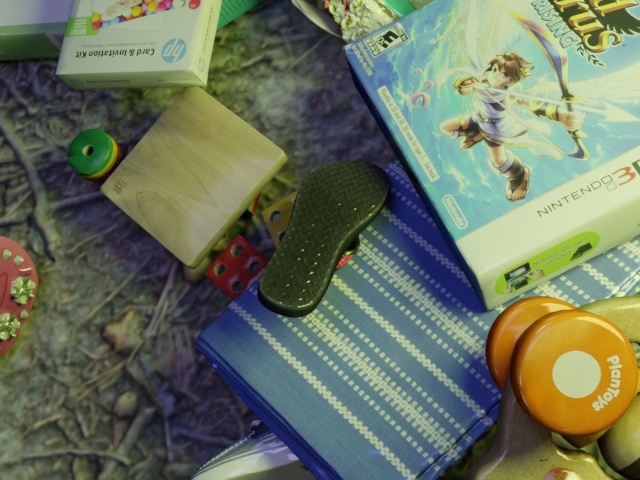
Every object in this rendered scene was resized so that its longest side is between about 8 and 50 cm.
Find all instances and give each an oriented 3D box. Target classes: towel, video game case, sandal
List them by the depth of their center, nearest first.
[{"bbox_3d":[0.091,0.048,1.154,0.336,0.040,0.243,-41,56,-13],"label":"towel"},{"bbox_3d":[0.000,0.000,1.157,0.067,0.040,0.179,21,51,15],"label":"sandal"},{"bbox_3d":[0.180,-0.110,1.166,0.244,0.061,0.269,-27,56,-1],"label":"video game case"}]

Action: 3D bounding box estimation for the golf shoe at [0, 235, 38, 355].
[{"bbox_3d":[-0.386,0.122,1.329,0.140,0.115,0.306,20,71,40],"label":"golf shoe"}]

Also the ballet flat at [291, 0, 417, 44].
[{"bbox_3d":[-0.012,-0.252,1.288,0.241,0.091,0.077,50,120,4],"label":"ballet flat"}]

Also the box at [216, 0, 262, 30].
[{"bbox_3d":[-0.067,-0.288,1.380,0.244,0.060,0.100,-31,61,9],"label":"box"}]

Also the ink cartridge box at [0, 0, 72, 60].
[{"bbox_3d":[-0.260,-0.301,1.473,0.171,0.056,0.235,0,66,23],"label":"ink cartridge box"}]

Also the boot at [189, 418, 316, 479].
[{"bbox_3d":[-0.026,0.153,1.180,0.190,0.069,0.086,-21,56,5],"label":"boot"}]

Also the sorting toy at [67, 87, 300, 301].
[{"bbox_3d":[-0.103,-0.049,1.303,0.274,0.046,0.132,38,86,31],"label":"sorting toy"}]

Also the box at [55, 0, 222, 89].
[{"bbox_3d":[-0.160,-0.232,1.338,0.145,0.038,0.186,2,71,24],"label":"box"}]

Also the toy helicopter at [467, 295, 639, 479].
[{"bbox_3d":[0.213,0.216,1.008,0.235,0.140,0.355,13,91,-3],"label":"toy helicopter"}]
